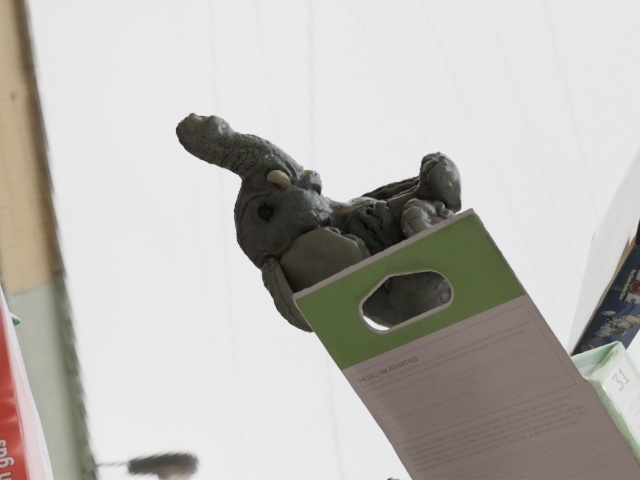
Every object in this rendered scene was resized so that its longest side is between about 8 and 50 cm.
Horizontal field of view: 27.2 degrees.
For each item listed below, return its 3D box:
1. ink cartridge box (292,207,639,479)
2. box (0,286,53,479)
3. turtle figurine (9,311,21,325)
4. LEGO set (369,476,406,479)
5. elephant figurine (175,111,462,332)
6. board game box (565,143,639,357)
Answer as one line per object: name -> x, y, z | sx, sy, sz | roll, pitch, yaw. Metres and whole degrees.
ink cartridge box -> 0.108, 0.097, 0.809 | 0.171, 0.056, 0.235 | -28, -85, 45
box -> -0.177, 0.170, 0.563 | 0.300, 0.142, 0.154 | -114, -165, -47
turtle figurine -> -0.382, 0.142, 1.191 | 0.234, 0.175, 0.118 | -59, -165, -5
LEGO set -> 0.112, 0.285, 1.092 | 0.254, 0.331, 0.192 | 10, -95, 25
elephant figurine -> 0.000, 0.000, 1.154 | 0.169, 0.239, 0.186 | 92, -5, -64
board game box -> 0.272, 0.005, 1.150 | 0.042, 0.165, 0.243 | 18, -30, 5
